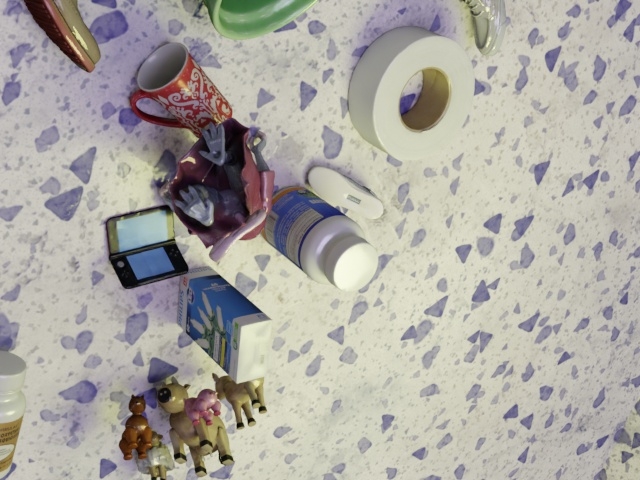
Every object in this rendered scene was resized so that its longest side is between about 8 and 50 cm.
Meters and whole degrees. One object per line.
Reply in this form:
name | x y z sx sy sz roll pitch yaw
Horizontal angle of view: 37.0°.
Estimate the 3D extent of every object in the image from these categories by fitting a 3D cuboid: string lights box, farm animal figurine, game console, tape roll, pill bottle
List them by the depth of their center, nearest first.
pill bottle | -0.634 0.333 1.823 0.131 0.131 0.229 5 110 -38
game console | -0.342 0.013 1.902 0.144 0.124 0.085 -15 148 -29
string lights box | -0.201 0.168 1.969 0.077 0.260 0.133 -10 118 -34
pill bottle | 0.000 0.000 2.018 0.152 0.272 0.152 -18 123 -29
farm animal figurine | -0.270 0.378 2.079 0.330 0.172 0.326 -15 142 -5
tape roll | 0.202 -0.323 2.111 0.286 0.100 0.286 -18 123 -29

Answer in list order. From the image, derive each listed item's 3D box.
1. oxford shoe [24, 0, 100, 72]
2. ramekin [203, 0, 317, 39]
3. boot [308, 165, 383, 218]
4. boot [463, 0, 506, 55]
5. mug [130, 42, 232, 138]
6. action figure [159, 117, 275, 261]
oxford shoe | -0.430 -0.439 1.566 0.130 0.123 0.348 -39 132 -20
ramekin | -0.097 -0.508 1.671 0.303 0.148 0.303 -33 168 -8
boot | 0.052 -0.112 2.143 0.190 0.086 0.069 32 102 -15
boot | 0.341 -0.535 2.117 0.123 0.095 0.258 -10 111 -26
mug | -0.263 -0.274 1.809 0.169 0.150 0.113 45 48 -46
action figure | -0.152 -0.079 1.861 0.248 0.275 0.370 -38 160 -4
